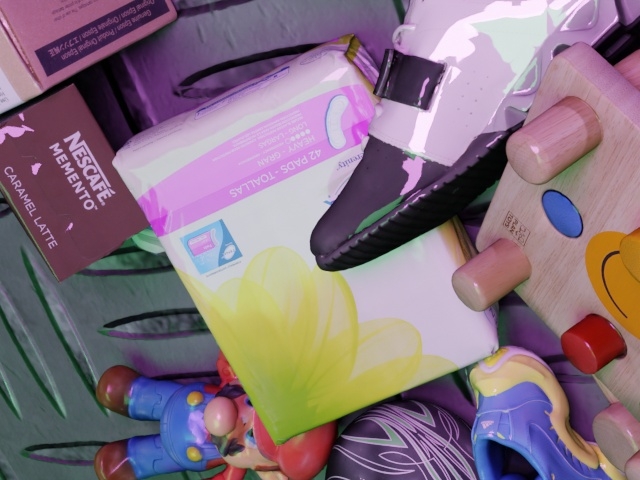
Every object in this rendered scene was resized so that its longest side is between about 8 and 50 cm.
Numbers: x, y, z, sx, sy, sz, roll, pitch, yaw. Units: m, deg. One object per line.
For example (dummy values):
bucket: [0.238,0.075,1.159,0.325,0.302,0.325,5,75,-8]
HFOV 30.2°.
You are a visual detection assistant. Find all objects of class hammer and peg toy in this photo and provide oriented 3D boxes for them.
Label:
hammer and peg toy: [0.207,0.050,0.836,0.266,0.127,0.361,49,157,18]

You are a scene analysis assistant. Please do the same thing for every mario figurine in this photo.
mario figurine: [-0.124,0.180,1.204,0.320,0.170,0.198,-12,110,40]

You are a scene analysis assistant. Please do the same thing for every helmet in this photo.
helmet: [0.088,0.231,1.103,0.169,0.169,0.161,44,150,1]

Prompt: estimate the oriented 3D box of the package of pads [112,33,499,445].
package of pads: [0.000,0.000,1.005,0.229,0.101,0.296,-24,106,15]

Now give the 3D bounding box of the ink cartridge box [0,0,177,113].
ink cartridge box: [-0.276,-0.170,1.058,0.235,0.193,0.088,-14,110,39]

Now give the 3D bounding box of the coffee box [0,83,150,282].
coffee box: [-0.245,-0.060,1.088,0.141,0.098,0.246,61,168,-16]

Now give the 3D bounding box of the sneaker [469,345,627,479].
sneaker: [0.192,0.210,1.027,0.091,0.126,0.240,-22,117,36]

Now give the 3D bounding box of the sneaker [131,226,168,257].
sneaker: [-0.100,-0.020,1.117,0.211,0.080,0.081,11,127,26]

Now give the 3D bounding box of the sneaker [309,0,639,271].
sneaker: [0.095,-0.118,0.868,0.330,0.122,0.146,-44,76,13]
